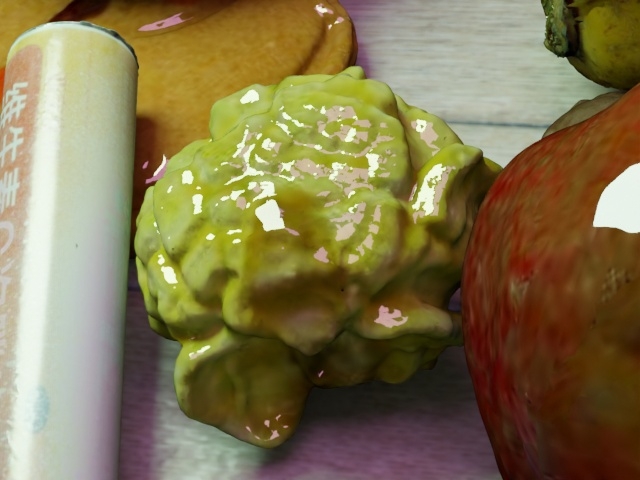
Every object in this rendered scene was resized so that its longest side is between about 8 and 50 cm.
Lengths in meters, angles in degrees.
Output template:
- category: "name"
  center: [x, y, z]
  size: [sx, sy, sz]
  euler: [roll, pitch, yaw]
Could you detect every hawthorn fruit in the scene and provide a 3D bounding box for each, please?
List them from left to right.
- category: "hawthorn fruit"
  center: [0.222, 0.062, 0.896]
  size: [0.308, 0.308, 0.325]
  euler: [-1, 36, 5]

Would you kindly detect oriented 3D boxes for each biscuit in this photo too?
- category: "biscuit"
  center: [-0.175, -0.150, 1.277]
  size: [0.349, 0.078, 0.455]
  euler: [-34, 54, -17]

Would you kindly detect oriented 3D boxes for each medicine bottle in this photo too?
- category: "medicine bottle"
  center: [-0.167, 0.056, 1.028]
  size: [0.108, 0.108, 0.426]
  euler: [-4, 56, 3]

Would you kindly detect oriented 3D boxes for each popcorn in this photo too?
- category: "popcorn"
  center: [-0.001, 0.010, 1.038]
  size: [0.235, 0.181, 0.217]
  euler: [-3, 55, 11]

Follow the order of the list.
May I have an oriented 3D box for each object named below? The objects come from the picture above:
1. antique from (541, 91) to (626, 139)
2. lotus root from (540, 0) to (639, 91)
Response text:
- category: "antique"
  center: [0.254, -0.058, 1.098]
  size: [0.256, 0.143, 0.121]
  euler: [-14, 51, -3]
- category: "lotus root"
  center: [0.342, -0.221, 1.196]
  size: [0.397, 0.179, 0.196]
  euler: [-17, 30, -5]
